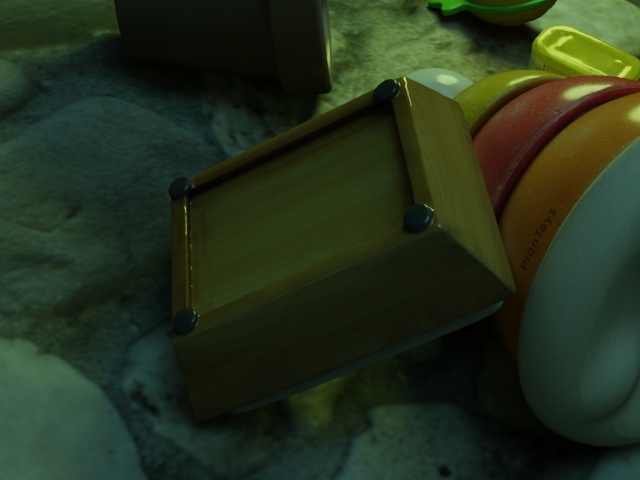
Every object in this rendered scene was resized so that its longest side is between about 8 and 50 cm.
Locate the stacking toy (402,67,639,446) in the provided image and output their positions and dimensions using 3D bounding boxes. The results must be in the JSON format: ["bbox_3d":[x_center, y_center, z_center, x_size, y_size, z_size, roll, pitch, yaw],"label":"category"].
[{"bbox_3d":[0.218,-0.064,1.047,0.351,0.350,0.480,-12,36,-27],"label":"stacking toy"}]

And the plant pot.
[{"bbox_3d":[-0.109,-0.287,1.188,0.229,0.263,0.263,-4,45,2],"label":"plant pot"}]

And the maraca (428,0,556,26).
[{"bbox_3d":[0.242,-0.345,1.444,0.186,0.099,0.127,-2,38,18],"label":"maraca"}]

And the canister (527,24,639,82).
[{"bbox_3d":[0.280,-0.141,1.165,0.126,0.170,0.073,32,58,23],"label":"canister"}]

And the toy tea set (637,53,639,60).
[{"bbox_3d":[0.460,-0.178,1.272,0.124,0.200,0.336,12,38,6],"label":"toy tea set"}]

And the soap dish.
[{"bbox_3d":[0.000,0.000,0.900,0.291,0.118,0.229,-24,45,17],"label":"soap dish"}]
